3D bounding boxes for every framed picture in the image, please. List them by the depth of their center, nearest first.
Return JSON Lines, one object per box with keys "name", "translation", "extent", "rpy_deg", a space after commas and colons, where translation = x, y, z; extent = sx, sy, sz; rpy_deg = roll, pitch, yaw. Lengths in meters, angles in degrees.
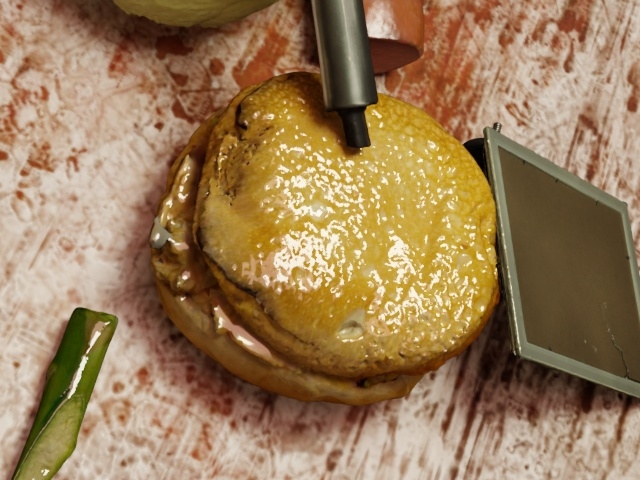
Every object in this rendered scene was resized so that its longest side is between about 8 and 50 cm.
{"name": "framed picture", "translation": [0.249, 0.033, 1.398], "extent": [0.293, 0.018, 0.231], "rpy_deg": [21, 56, -48]}

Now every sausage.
{"name": "sausage", "translation": [0.048, -0.303, 1.465], "extent": [0.113, 0.113, 0.259], "rpy_deg": [8, 67, -23]}

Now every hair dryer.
{"name": "hair dryer", "translation": [0.029, -0.253, 1.258], "extent": [0.320, 0.155, 0.284], "rpy_deg": [-29, 126, -46]}

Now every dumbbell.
{"name": "dumbbell", "translation": [0.167, -0.059, 1.440], "extent": [0.069, 0.069, 0.147], "rpy_deg": [24, 59, -15]}

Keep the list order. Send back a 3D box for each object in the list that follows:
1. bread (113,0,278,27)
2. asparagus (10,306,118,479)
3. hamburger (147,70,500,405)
{"name": "bread", "translation": [-0.120, -0.358, 1.338], "extent": [0.320, 0.237, 0.321], "rpy_deg": [3, 85, -40]}
{"name": "asparagus", "translation": [-0.216, 0.138, 1.191], "extent": [0.045, 0.041, 0.178], "rpy_deg": [20, 62, -7]}
{"name": "hamburger", "translation": [0.000, 0.000, 1.277], "extent": [0.314, 0.170, 0.290], "rpy_deg": [18, 59, -16]}
